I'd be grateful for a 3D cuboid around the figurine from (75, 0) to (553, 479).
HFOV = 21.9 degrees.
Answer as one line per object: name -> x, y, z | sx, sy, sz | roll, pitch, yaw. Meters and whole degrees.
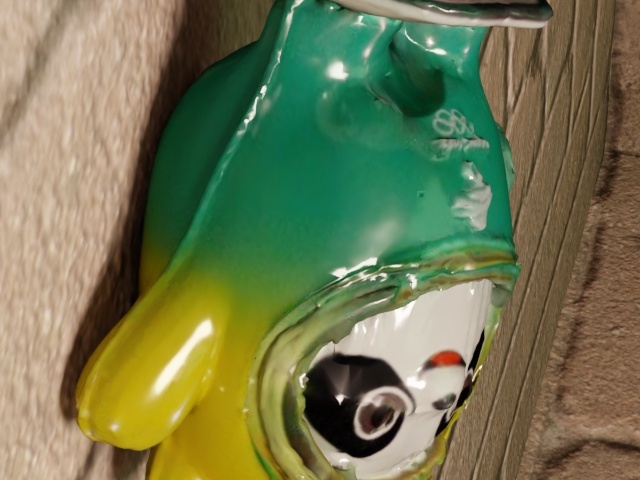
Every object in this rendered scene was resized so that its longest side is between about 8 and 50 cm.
figurine -> 0.000, 0.000, 0.959 | 0.323, 0.231, 0.340 | -5, 116, -49
